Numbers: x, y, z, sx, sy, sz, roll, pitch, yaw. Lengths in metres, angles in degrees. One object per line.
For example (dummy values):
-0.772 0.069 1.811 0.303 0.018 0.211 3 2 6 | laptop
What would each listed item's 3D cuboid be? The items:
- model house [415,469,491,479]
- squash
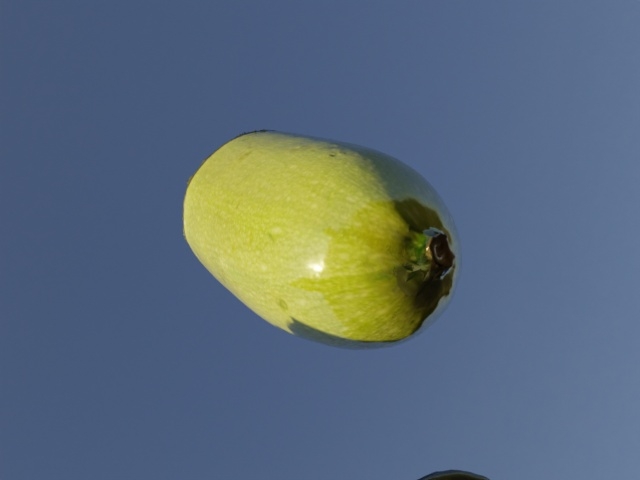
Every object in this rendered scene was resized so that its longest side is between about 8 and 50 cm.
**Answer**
0.081 0.341 0.542 0.219 0.205 0.278 -12 -64 -38 | model house
0.000 0.000 0.521 0.133 0.247 0.132 -4 -78 -21 | squash
